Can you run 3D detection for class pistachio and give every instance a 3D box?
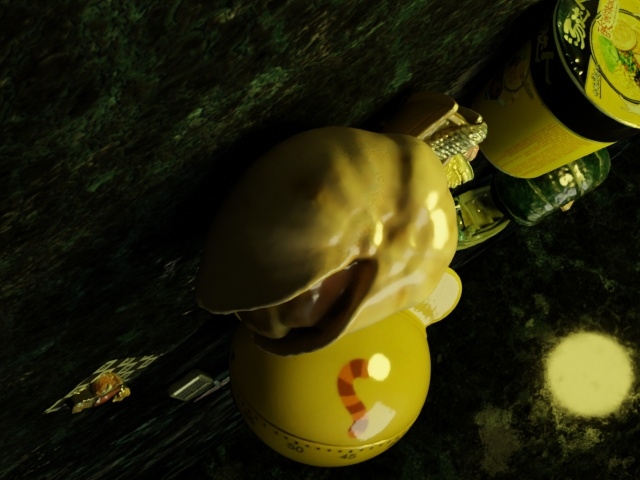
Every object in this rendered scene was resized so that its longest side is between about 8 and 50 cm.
[{"bbox_3d":[0.000,0.000,1.027,0.321,0.229,0.238,-34,-157,36],"label":"pistachio"}]

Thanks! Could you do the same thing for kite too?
[{"bbox_3d":[-0.241,0.338,2.248,0.137,0.005,0.152,-37,168,2],"label":"kite"}]

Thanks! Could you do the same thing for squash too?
[{"bbox_3d":[0.469,-0.136,1.978,0.252,0.165,0.252,-37,171,-7],"label":"squash"}]

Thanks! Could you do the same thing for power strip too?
[{"bbox_3d":[-0.260,0.291,1.937,0.076,0.028,0.169,-36,169,-4],"label":"power strip"}]

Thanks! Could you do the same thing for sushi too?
[{"bbox_3d":[-0.323,0.231,1.488,0.139,0.031,0.201,-38,169,9],"label":"sushi"}]

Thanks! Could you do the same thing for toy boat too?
[{"bbox_3d":[0.320,-0.047,2.047,0.084,0.111,0.276,-37,171,37],"label":"toy boat"},{"bbox_3d":[0.077,-0.036,1.167,0.321,0.121,0.089,-51,140,12],"label":"toy boat"}]

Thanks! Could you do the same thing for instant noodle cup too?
[{"bbox_3d":[0.325,-0.194,1.273,0.216,0.215,0.236,-28,175,-33],"label":"instant noodle cup"}]

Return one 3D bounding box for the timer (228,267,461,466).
[{"bbox_3d":[0.024,0.173,1.593,0.376,0.376,0.387,-26,141,-39],"label":"timer"}]

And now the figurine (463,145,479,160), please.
[{"bbox_3d":[0.205,-0.139,1.494,0.072,0.054,0.129,-24,180,17],"label":"figurine"}]

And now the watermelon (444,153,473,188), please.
[{"bbox_3d":[0.101,-0.099,1.245,0.182,0.092,0.075,-18,151,-4],"label":"watermelon"}]

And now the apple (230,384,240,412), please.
[{"bbox_3d":[-0.074,0.297,2.072,0.234,0.234,0.234,-34,169,-8],"label":"apple"}]
